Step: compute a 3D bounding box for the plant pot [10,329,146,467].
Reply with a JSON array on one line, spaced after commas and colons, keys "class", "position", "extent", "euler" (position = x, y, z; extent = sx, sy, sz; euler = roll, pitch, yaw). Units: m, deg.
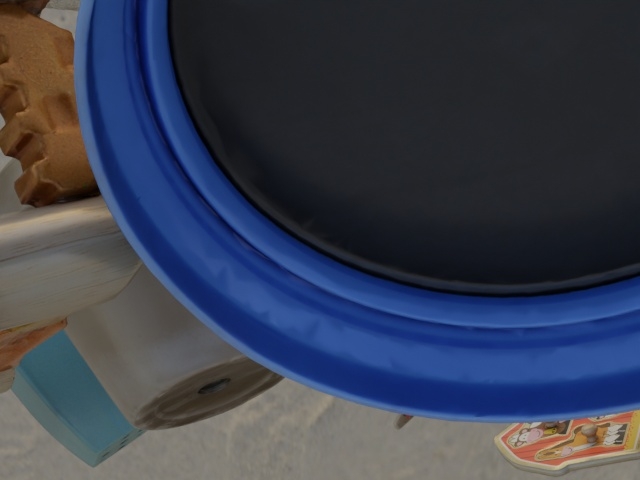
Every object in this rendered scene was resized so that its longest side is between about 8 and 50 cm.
[{"class": "plant pot", "position": [-0.366, 0.213, 1.882], "extent": [0.165, 0.165, 0.234], "euler": [-33, 79, -24]}]

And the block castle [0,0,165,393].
[{"class": "block castle", "position": [-0.298, -0.112, 0.677], "extent": [0.212, 0.303, 0.453], "euler": [-15, 79, -39]}]

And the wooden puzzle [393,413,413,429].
[{"class": "wooden puzzle", "position": [0.096, 0.134, 1.136], "extent": [0.014, 0.079, 0.116], "euler": [30, 30, 17]}]

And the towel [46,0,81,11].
[{"class": "towel", "position": [-0.181, -0.257, 1.128], "extent": [0.187, 0.049, 0.282], "euler": [11, 25, 32]}]

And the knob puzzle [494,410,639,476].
[{"class": "knob puzzle", "position": [0.293, 0.215, 1.465], "extent": [0.213, 0.030, 0.213], "euler": [-21, 15, 6]}]

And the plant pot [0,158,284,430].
[{"class": "plant pot", "position": [-0.159, 0.038, 1.338], "extent": [0.323, 0.323, 0.280], "euler": [-21, 70, -10]}]

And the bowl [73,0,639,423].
[{"class": "bowl", "position": [0.094, -0.070, 0.541], "extent": [0.391, 0.391, 0.077], "euler": [0, 43, 2]}]
